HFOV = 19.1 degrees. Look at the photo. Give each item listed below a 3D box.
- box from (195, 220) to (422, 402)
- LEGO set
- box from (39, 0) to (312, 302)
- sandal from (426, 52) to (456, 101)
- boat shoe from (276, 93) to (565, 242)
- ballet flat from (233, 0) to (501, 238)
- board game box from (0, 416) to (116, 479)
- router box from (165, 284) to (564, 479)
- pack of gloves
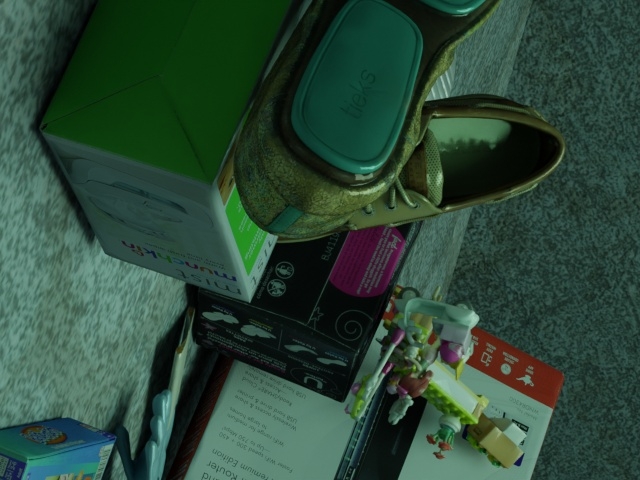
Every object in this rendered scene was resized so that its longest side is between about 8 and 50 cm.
[{"bbox_3d":[0.000,0.000,1.796,0.142,0.163,0.247,100,13,-64],"label":"box"},{"bbox_3d":[0.097,0.151,1.789,0.107,0.132,0.287,-59,150,-23],"label":"LEGO set"},{"bbox_3d":[-0.069,-0.124,1.309,0.231,0.127,0.262,77,33,-68],"label":"box"},{"bbox_3d":[0.112,-0.265,2.126,0.102,0.076,0.265,45,51,-53],"label":"sandal"},{"bbox_3d":[0.065,-0.071,1.662,0.120,0.324,0.122,-171,-111,-67],"label":"boat shoe"},{"bbox_3d":[0.035,-0.132,1.229,0.123,0.123,0.348,98,14,-48],"label":"ballet flat"},{"bbox_3d":[-0.221,0.213,1.363,0.210,0.047,0.160,14,97,-80],"label":"board game box"},{"bbox_3d":[0.048,0.197,1.902,0.082,0.335,0.301,-41,-156,60],"label":"router box"},{"bbox_3d":[-0.164,0.200,1.707,0.195,0.046,0.232,-83,-175,-61],"label":"pack of gloves"}]
